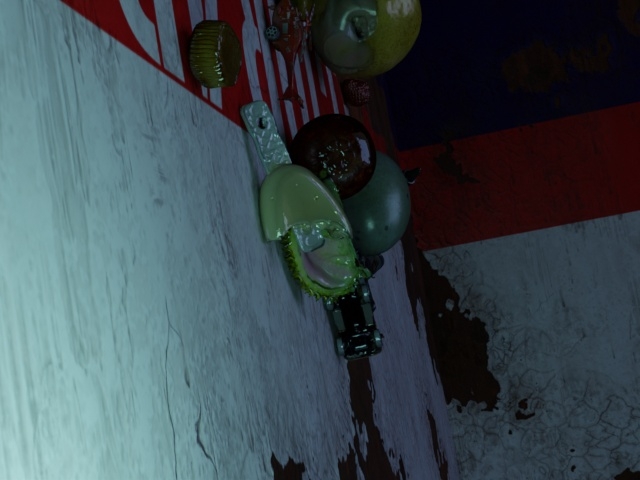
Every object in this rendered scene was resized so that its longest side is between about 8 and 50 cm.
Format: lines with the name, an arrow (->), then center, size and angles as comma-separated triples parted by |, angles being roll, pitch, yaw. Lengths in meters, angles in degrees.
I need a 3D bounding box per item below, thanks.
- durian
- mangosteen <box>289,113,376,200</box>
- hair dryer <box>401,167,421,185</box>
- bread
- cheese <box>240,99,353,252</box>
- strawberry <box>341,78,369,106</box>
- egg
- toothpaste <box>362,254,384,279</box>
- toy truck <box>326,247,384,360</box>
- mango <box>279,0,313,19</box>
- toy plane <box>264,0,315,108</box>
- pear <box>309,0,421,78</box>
durian -> -0.007, 0.000, 1.523 | 0.095, 0.137, 0.220 | 31, -31, 58
mangosteen -> 0.009, -0.146, 1.695 | 0.146, 0.156, 0.181 | 44, -3, -28
hair dryer -> 0.126, -0.116, 2.049 | 0.070, 0.255, 0.128 | 2, 70, -37
bread -> -0.133, -0.224, 1.195 | 0.085, 0.053, 0.085 | 0, 90, -74
cheese -> -0.049, -0.089, 1.404 | 0.050, 0.127, 0.235 | -17, -85, 66
strawberry -> 0.089, -0.384, 2.539 | 0.083, 0.073, 0.073 | 45, 33, -49
egg -> 0.089, -0.075, 1.907 | 0.169, 0.169, 0.236 | 69, 16, -44
toothpaste -> 0.119, 0.057, 2.315 | 0.216, 0.037, 0.062 | -19, 99, -75
toy truck -> 0.055, 0.112, 1.770 | 0.092, 0.083, 0.192 | -85, 161, -73
mango -> -0.057, -0.508, 1.844 | 0.122, 0.086, 0.191 | -103, -173, -62
toy plane -> -0.051, -0.324, 1.704 | 0.126, 0.077, 0.194 | -39, 125, -74
pear -> 0.089, -0.483, 2.151 | 0.271, 0.271, 0.271 | -11, 90, -80
